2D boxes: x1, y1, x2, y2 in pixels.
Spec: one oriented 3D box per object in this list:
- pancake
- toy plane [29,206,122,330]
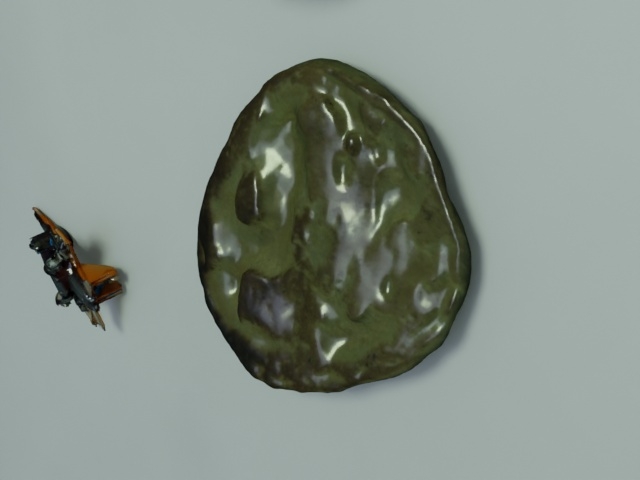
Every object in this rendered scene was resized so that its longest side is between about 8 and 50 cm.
[{"bbox_3d":[0.000,0.000,0.786,0.294,0.049,0.294,6,101,36],"label":"pancake"},{"bbox_3d":[-0.290,0.022,1.012,0.188,0.062,0.135,36,146,30],"label":"toy plane"}]
